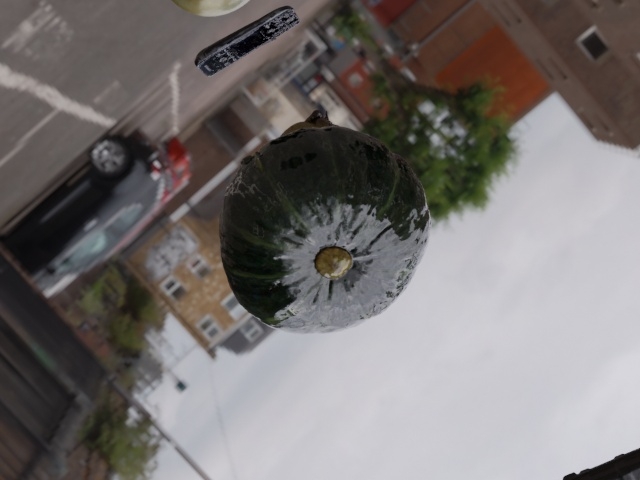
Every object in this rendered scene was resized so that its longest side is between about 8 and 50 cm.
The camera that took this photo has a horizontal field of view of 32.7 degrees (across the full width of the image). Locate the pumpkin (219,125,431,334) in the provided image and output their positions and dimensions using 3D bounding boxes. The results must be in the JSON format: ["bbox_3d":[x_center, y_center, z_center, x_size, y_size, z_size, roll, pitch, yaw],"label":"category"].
[{"bbox_3d":[0.000,-0.010,1.054,0.211,0.211,0.152,-41,-159,4],"label":"pumpkin"}]

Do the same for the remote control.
[{"bbox_3d":[-0.063,-0.172,0.929,0.096,0.014,0.039,-28,165,7],"label":"remote control"}]

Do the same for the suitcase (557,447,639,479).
[{"bbox_3d":[0.548,0.455,1.850,0.285,0.206,0.066,-26,-170,12],"label":"suitcase"}]

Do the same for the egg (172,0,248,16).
[{"bbox_3d":[-0.131,-0.373,1.334,0.164,0.164,0.202,-26,-127,61],"label":"egg"}]

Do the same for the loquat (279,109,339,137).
[{"bbox_3d":[-0.005,-0.109,1.602,0.163,0.137,0.163,-39,139,-44],"label":"loquat"}]
